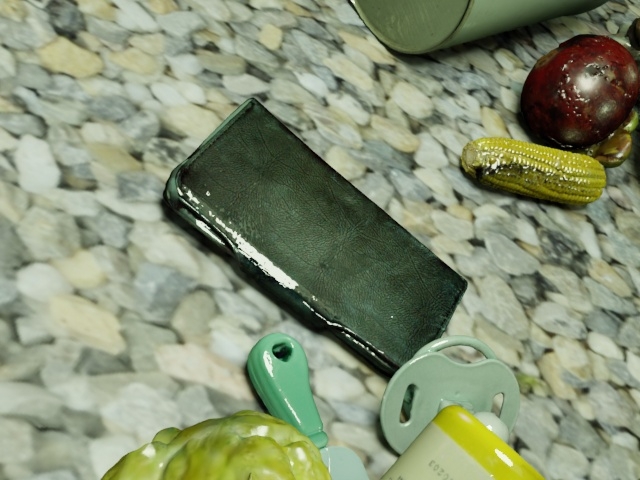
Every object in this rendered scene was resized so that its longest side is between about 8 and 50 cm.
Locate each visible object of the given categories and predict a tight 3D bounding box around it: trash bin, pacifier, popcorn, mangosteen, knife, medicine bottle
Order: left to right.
[{"bbox_3d":[-0.062,0.216,0.525,0.198,0.212,0.198,-6,71,17],"label":"popcorn"},{"bbox_3d":[0.008,0.201,0.661,0.063,0.034,0.260,-15,72,-41],"label":"knife"},{"bbox_3d":[0.075,0.241,0.566,0.122,0.122,0.212,42,85,5],"label":"medicine bottle"},{"bbox_3d":[0.135,0.156,0.690,0.150,0.116,0.127,17,92,-20],"label":"pacifier"},{"bbox_3d":[0.264,-0.435,1.068,0.432,0.280,0.280,-26,72,-34],"label":"trash bin"},{"bbox_3d":[0.365,-0.188,1.031,0.180,0.166,0.166,56,47,-17],"label":"mangosteen"}]

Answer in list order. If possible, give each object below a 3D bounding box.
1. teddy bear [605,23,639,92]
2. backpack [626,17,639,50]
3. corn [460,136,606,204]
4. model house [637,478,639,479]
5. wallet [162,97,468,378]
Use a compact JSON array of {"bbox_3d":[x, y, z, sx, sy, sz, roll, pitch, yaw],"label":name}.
[{"bbox_3d":[0.676,-0.369,1.202,0.362,0.375,0.327,11,41,-37],"label":"teddy bear"},{"bbox_3d":[0.596,-0.190,1.022,0.353,0.201,0.378,26,90,-8],"label":"backpack"},{"bbox_3d":[0.279,-0.090,0.968,0.203,0.072,0.072,10,54,-19],"label":"corn"},{"bbox_3d":[0.288,0.303,0.589,0.224,0.198,0.215,-18,88,-33],"label":"model house"},{"bbox_3d":[0.000,0.000,0.777,0.318,0.045,0.172,39,52,-2],"label":"wallet"}]
